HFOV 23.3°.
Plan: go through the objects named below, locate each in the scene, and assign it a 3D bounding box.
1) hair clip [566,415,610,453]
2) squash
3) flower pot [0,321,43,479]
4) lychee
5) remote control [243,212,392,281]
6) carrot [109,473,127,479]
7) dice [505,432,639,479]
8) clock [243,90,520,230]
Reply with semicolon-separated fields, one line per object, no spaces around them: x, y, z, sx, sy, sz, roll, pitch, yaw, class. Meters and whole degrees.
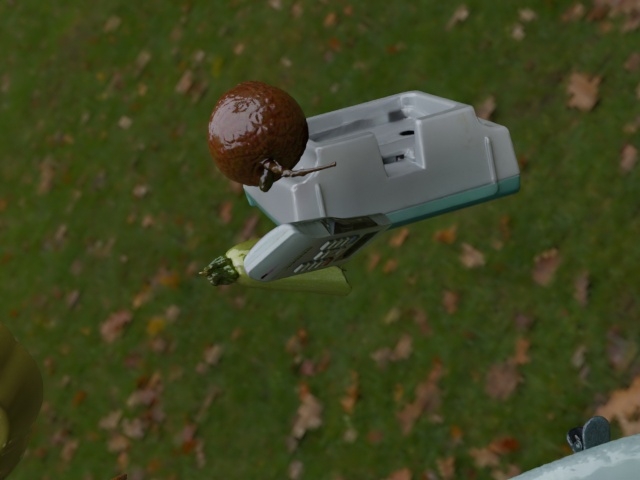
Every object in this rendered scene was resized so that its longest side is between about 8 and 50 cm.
0.344;0.324;1.824;0.070;0.039;0.229;128;129;-66;hair clip
-0.059;0.028;1.976;0.090;0.200;0.075;-121;40;-56;squash
-0.375;0.173;1.544;0.195;0.195;0.179;-58;11;0;flower pot
-0.059;-0.102;1.520;0.114;0.101;0.140;-43;24;24;lychee
0.000;0.000;1.290;0.065;0.029;0.166;-42;-14;25;remote control
-0.325;0.358;1.967;0.216;0.048;0.048;-34;10;-33;carrot
0.244;0.297;1.181;0.268;0.264;0.263;81;171;-73;dice
0.058;-0.095;1.731;0.262;0.116;0.231;-15;20;-14;clock
